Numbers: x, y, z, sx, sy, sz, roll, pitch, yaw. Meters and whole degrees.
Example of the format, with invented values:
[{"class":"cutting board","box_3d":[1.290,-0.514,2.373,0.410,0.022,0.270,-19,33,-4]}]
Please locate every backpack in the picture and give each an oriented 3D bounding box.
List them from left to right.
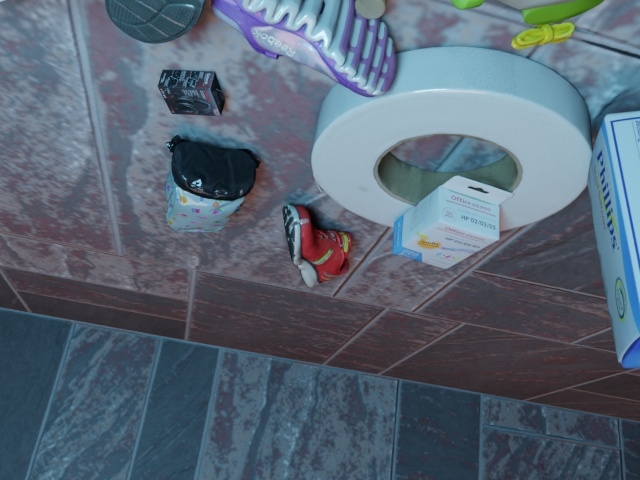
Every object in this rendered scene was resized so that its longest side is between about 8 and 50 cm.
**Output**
[{"class":"backpack","box_3d":[-0.197,-0.085,1.024,0.152,0.115,0.182,14,158,-20]}]

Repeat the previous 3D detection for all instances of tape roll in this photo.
[{"class":"tape roll","box_3d":[0.180,-0.120,0.886,0.392,0.072,0.392,7,156,3]}]

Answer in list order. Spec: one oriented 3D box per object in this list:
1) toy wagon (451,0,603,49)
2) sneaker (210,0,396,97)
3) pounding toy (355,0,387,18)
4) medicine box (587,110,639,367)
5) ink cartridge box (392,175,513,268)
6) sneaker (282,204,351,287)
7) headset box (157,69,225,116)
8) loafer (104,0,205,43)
[{"class":"toy wagon","box_3d":[0.238,-0.249,0.493,0.267,0.068,0.344,-11,178,-4]},{"class":"sneaker","box_3d":[-0.022,-0.234,0.685,0.236,0.095,0.105,28,154,-27]},{"class":"pounding toy","box_3d":[0.035,-0.271,0.571,0.181,0.094,0.206,0,154,16]},{"class":"medicine box","box_3d":[0.470,-0.008,0.674,0.290,0.263,0.149,-4,153,15]},{"class":"ink cartridge box","box_3d":[0.197,-0.022,0.933,0.104,0.061,0.181,15,154,-16]},{"class":"sneaker","box_3d":[0.000,0.000,1.206,0.118,0.107,0.279,-15,156,5]},{"class":"headset box","box_3d":[-0.174,-0.204,0.855,0.083,0.032,0.062,6,155,8]},{"class":"loafer","box_3d":[-0.141,-0.284,0.614,0.096,0.084,0.268,30,159,-24]}]
